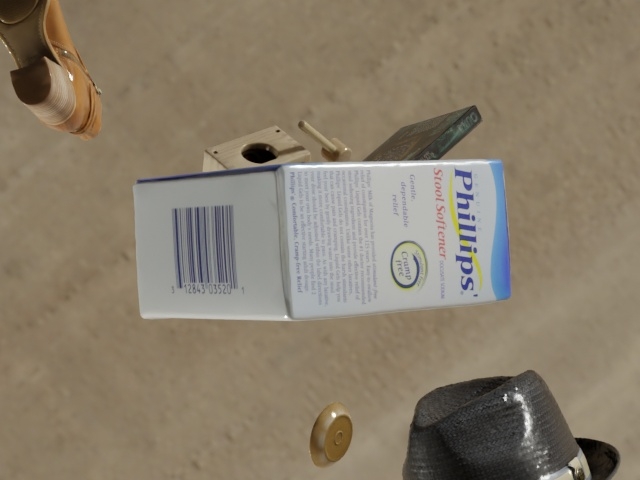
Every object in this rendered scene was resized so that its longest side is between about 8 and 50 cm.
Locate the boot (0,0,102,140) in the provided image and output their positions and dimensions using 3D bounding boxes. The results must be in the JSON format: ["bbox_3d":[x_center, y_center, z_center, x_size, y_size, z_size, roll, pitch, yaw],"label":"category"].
[{"bbox_3d":[-0.279,-0.203,1.771,0.073,0.197,0.152,-10,167,13],"label":"boot"}]

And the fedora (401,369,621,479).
[{"bbox_3d":[0.197,0.249,2.084,0.334,0.152,0.334,-16,-176,1],"label":"fedora"}]

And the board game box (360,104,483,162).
[{"bbox_3d":[0.107,-0.106,2.134,0.126,0.026,0.186,-14,-162,41],"label":"board game box"}]

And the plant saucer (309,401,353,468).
[{"bbox_3d":[0.017,0.238,2.091,0.015,0.083,0.083,13,-127,35],"label":"plant saucer"}]

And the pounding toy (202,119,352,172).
[{"bbox_3d":[-0.062,-0.109,2.408,0.206,0.181,0.094,-22,-135,-33],"label":"pounding toy"}]

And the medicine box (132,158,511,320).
[{"bbox_3d":[0.000,0.000,1.744,0.289,0.149,0.263,-4,-179,-38],"label":"medicine box"}]
